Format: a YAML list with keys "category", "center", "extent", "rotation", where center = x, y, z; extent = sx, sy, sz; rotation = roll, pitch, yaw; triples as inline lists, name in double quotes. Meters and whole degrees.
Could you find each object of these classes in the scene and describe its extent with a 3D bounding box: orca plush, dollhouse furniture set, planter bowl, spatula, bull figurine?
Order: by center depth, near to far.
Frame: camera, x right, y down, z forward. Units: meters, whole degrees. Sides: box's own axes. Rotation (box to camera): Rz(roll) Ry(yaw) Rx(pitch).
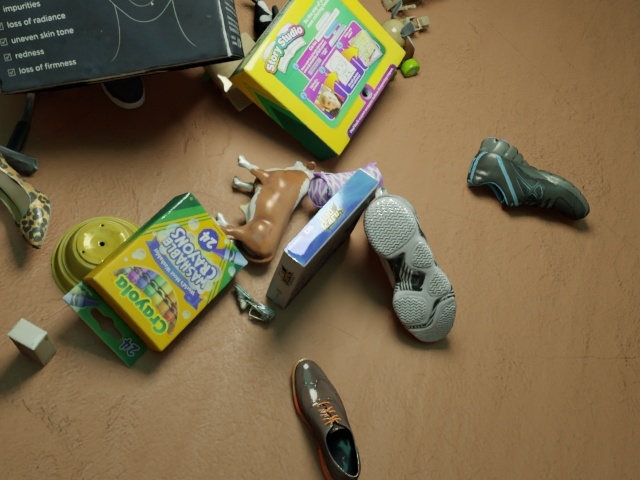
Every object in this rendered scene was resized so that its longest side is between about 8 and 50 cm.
- category: "planter bowl"
  center: [-0.460, 0.024, 1.331]
  extent: [0.217, 0.090, 0.217]
  rotation: [6, 63, -12]
- category: "spatula"
  center: [-0.688, -0.300, 1.469]
  extent: [0.084, 0.030, 0.296]
  rotation: [10, 62, -12]
- category: "bull figurine"
  center: [-0.130, -0.094, 1.469]
  extent: [0.188, 0.101, 0.310]
  rotation: [20, 59, 1]
- category: "orca plush"
  center: [-0.158, -0.564, 1.680]
  extent: [0.102, 0.151, 0.287]
  rotation: [-22, 68, -9]
- category: "dollhouse furniture set"
  center: [0.301, -0.705, 1.907]
  extent: [0.182, 0.101, 0.161]
  rotation: [-19, 95, -22]

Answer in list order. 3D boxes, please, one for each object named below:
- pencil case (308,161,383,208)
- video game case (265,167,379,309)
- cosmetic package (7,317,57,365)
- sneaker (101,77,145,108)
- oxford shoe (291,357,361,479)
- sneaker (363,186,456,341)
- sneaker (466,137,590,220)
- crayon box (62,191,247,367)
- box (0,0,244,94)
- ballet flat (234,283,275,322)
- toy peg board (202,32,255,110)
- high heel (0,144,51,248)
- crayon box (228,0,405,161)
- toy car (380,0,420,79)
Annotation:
- category: "pencil case"
  center: [0.061, -0.134, 1.513]
  extent: [0.206, 0.086, 0.088]
  rotation: [-14, 98, -43]
- category: "video game case"
  center: [0.000, 0.000, 1.370]
  extent: [0.061, 0.244, 0.269]
  rotation: [38, 61, 8]
- category: "cosmetic package"
  center: [-0.552, 0.197, 1.206]
  extent: [0.060, 0.115, 0.041]
  rotation: [30, 61, 1]
- category: "sneaker"
  center: [-0.503, -0.468, 1.530]
  extent: [0.099, 0.153, 0.282]
  rotation: [-17, 69, -20]
- category: "oxford shoe"
  center: [0.019, 0.359, 1.277]
  extent: [0.097, 0.098, 0.271]
  rotation: [-18, 70, -21]
- category: "sneaker"
  center: [0.205, 0.044, 1.451]
  extent: [0.137, 0.210, 0.366]
  rotation: [-22, 107, 11]
- category: "sneaker"
  center: [0.548, -0.133, 1.668]
  extent: [0.341, 0.125, 0.139]
  rotation: [30, 88, -1]
- category: "crayon box"
  center: [-0.329, 0.079, 1.293]
  extent: [0.323, 0.083, 0.203]
  rotation: [-48, 112, -28]
- category: "box"
  center: [-0.444, -0.580, 1.307]
  extent: [0.480, 0.297, 0.471]
  rotation: [-9, 106, 1]
- category: "ballet flat"
  center: [-0.152, 0.143, 1.379]
  extent: [0.114, 0.041, 0.041]
  rotation: [36, 61, 6]
- category: "toy peg board"
  center: [-0.213, -0.428, 1.639]
  extent: [0.161, 0.079, 0.160]
  rotation: [-41, 95, -27]
- category: "high heel"
  center: [-0.664, -0.101, 1.291]
  extent: [0.186, 0.093, 0.261]
  rotation: [22, 37, -53]
- category: "crayon box"
  center: [0.002, -0.438, 1.570]
  extent: [0.313, 0.106, 0.363]
  rotation: [40, 70, -21]
- category: "toy car"
  center: [0.213, -0.566, 1.739]
  extent: [0.149, 0.188, 0.155]
  rotation: [-17, 70, -21]
